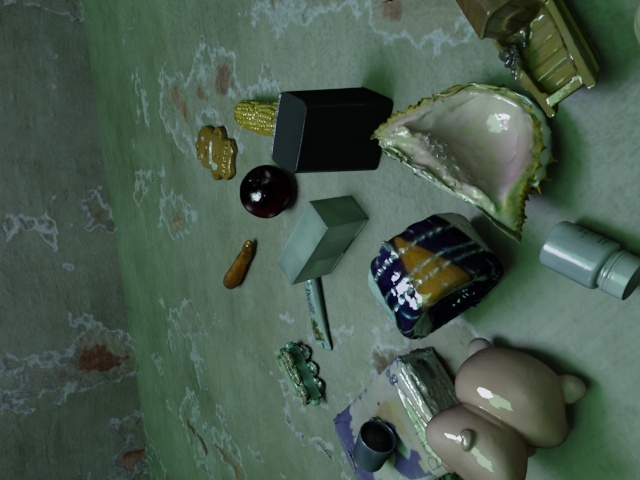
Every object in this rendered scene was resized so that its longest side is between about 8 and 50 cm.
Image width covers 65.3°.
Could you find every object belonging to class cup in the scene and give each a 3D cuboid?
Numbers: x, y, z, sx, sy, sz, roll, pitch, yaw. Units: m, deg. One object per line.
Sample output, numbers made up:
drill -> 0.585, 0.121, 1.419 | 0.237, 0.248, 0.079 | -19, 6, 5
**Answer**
cup -> 0.109, 0.424, 1.051 | 0.100, 0.078, 0.077 | -88, 11, -57

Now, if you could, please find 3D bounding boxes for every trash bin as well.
trash bin -> 0.022, -0.231, 1.053 | 0.115, 0.226, 0.165 | 38, 127, 38

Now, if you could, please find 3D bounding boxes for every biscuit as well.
biscuit -> -0.354, -0.296, 1.661 | 0.249, 0.035, 0.184 | 36, 126, 41

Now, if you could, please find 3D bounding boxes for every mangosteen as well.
mangosteen -> -0.146, -0.130, 1.378 | 0.153, 0.153, 0.152 | 18, 114, 48

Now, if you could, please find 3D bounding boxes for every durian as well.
durian -> 0.270, -0.163, 0.835 | 0.305, 0.186, 0.195 | 43, 112, 31

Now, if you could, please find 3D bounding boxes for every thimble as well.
thimble -> 0.204, 0.071, 0.916 | 0.150, 0.238, 0.237 | 59, 139, 28

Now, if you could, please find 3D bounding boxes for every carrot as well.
carrot -> -0.262, 0.080, 1.637 | 0.059, 0.059, 0.247 | 57, 135, 25

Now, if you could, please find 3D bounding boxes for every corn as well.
corn -> -0.147, -0.334, 1.344 | 0.292, 0.101, 0.101 | 25, 119, 47

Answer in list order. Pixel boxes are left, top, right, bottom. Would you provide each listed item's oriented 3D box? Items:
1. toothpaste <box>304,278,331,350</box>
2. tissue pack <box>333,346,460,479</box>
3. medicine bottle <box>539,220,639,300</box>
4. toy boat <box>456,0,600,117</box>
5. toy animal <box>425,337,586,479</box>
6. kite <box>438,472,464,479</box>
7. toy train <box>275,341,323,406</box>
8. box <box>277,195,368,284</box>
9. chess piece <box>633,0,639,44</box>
toothpaste -> -0.012, 0.179, 1.370 | 0.067, 0.037, 0.255 | 2, 105, 51
tissue pack -> 0.183, 0.422, 1.111 | 0.242, 0.126, 0.343 | 62, 138, 29
medicine bottle -> 0.411, 0.030, 0.758 | 0.130, 0.080, 0.080 | 36, 126, 40
toy boat -> 0.271, -0.385, 0.750 | 0.136, 0.162, 0.445 | -42, 67, 46
toy animal -> 0.297, 0.309, 0.864 | 0.210, 0.221, 0.229 | 26, 121, 41
kite -> 0.290, 0.508, 1.093 | 0.141, 0.015, 0.244 | 10, 102, 53
toy train -> -0.061, 0.392, 1.461 | 0.193, 0.081, 0.125 | 65, 151, 11
box -> 0.000, 0.000, 1.224 | 0.086, 0.130, 0.225 | 56, 137, 25
chess piece -> 0.477, -0.173, 0.566 | 0.182, 0.183, 0.330 | -33, 68, 50
